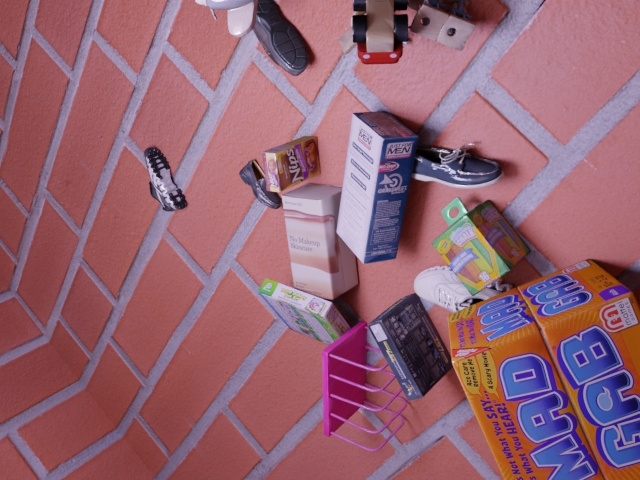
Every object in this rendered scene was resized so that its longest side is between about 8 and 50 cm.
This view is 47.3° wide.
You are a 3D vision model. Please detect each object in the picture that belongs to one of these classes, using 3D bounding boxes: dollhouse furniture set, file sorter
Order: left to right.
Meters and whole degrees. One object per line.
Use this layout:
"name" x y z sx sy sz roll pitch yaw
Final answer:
"file sorter" 0.137 0.422 2.098 0.182 0.202 0.291 15 119 32
"dollhouse furniture set" 0.279 -0.530 1.547 0.128 0.129 0.184 17 131 -12

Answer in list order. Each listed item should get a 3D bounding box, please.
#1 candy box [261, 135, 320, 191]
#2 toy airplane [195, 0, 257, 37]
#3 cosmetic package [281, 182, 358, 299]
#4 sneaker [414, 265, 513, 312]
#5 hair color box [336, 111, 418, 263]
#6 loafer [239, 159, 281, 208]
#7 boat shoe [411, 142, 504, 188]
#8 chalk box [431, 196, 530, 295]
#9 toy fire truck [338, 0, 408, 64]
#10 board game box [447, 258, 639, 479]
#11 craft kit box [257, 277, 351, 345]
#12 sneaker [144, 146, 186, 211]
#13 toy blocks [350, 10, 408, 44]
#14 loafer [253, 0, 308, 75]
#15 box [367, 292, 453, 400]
"candy box" -0.077 -0.210 1.988 0.053 0.186 0.109 10 116 37
"toy airplane" -0.209 -0.746 1.785 0.384 0.272 0.386 -52 60 21
"cosmetic package" 0.000 0.000 2.063 0.153 0.129 0.296 8 114 39
"sneaker" 0.354 0.141 1.846 0.292 0.118 0.110 12 119 37
"hair color box" 0.139 -0.134 1.859 0.174 0.105 0.347 -129 38 -50
"loafer" -0.173 -0.166 2.178 0.170 0.062 0.061 47 127 11
"boat shoe" 0.315 -0.185 1.744 0.254 0.095 0.079 16 131 44
"chalk box" 0.369 -0.002 1.753 0.213 0.132 0.132 52 132 8
"toy fire truck" 0.113 -0.477 1.641 0.158 0.246 0.217 -1 70 4
"board game box" 0.504 0.294 1.539 0.356 0.356 0.356 -24 95 11
"craft kit box" -0.032 0.225 2.158 0.246 0.061 0.250 21 158 34
"sneaker" -0.544 -0.196 2.457 0.106 0.078 0.234 -22 97 41
"toy blocks" 0.154 -0.532 1.738 0.148 0.054 0.123 35 127 20
"loafer" -0.121 -0.542 1.951 0.268 0.096 0.084 58 154 11
"box" 0.245 0.281 1.954 0.059 0.183 0.233 -27 93 44
